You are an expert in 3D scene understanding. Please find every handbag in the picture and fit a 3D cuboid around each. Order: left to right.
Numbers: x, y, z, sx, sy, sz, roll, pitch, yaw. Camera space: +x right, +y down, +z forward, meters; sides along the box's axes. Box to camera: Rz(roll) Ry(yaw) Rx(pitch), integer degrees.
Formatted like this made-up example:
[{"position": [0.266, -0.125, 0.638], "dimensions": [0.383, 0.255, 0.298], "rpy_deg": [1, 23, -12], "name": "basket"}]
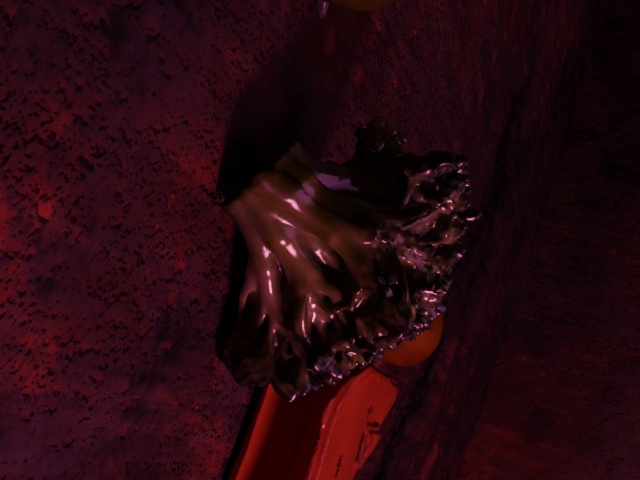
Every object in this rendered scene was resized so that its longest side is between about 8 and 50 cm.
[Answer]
[{"position": [-0.030, 0.336, 1.183], "dimensions": [0.303, 0.116, 0.410], "rpy_deg": [45, 65, -69], "name": "handbag"}]

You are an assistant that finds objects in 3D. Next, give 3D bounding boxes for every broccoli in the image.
[{"position": [0.000, 0.000, 0.931], "dimensions": [0.245, 0.248, 0.288], "rpy_deg": [49, 63, -25], "name": "broccoli"}]

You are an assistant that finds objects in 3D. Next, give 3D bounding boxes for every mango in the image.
[{"position": [0.122, 0.104, 1.414], "dimensions": [0.253, 0.113, 0.138], "rpy_deg": [70, 40, -57], "name": "mango"}]

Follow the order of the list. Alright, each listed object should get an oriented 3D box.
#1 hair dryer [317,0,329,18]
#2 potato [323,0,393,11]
[{"position": [0.017, -0.301, 0.898], "dimensions": [0.155, 0.044, 0.183], "rpy_deg": [-56, 160, -39], "name": "hair dryer"}, {"position": [0.025, -0.307, 0.643], "dimensions": [0.216, 0.215, 0.304], "rpy_deg": [-58, 151, -38], "name": "potato"}]
